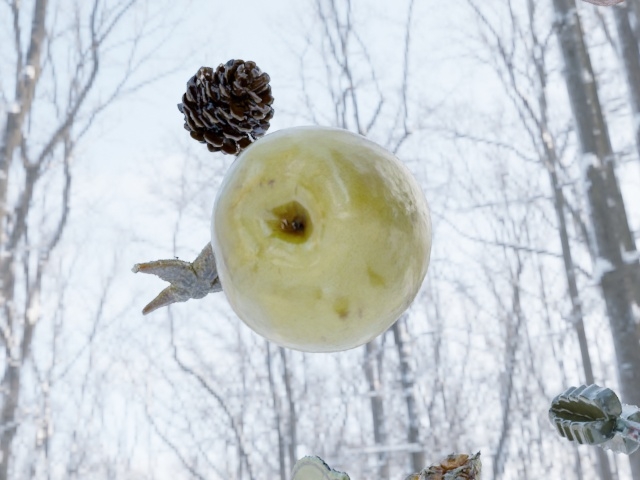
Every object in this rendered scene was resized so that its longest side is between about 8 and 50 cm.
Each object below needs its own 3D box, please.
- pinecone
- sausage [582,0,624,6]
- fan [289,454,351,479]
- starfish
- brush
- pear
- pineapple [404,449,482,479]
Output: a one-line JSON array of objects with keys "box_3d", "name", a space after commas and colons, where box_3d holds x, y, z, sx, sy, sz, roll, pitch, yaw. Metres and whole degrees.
[{"box_3d": [-0.147, -0.221, 1.782, 0.173, 0.174, 0.174, -3, -26, -2], "name": "pinecone"}, {"box_3d": [0.261, -0.334, 1.107, 0.133, 0.133, 0.258, -20, -41, 30], "name": "sausage"}, {"box_3d": [0.001, 0.367, 1.132, 0.011, 0.230, 0.335, -5, -56, -22], "name": "fan"}, {"box_3d": [-0.190, 0.043, 1.789, 0.247, 0.050, 0.138, -21, -35, -21], "name": "starfish"}, {"box_3d": [0.330, 0.199, 1.174, 0.084, 0.071, 0.301, 18, -5, -6], "name": "brush"}, {"box_3d": [0.000, 0.000, 1.435, 0.314, 0.314, 0.314, -3, -26, -2], "name": "pear"}, {"box_3d": [0.129, 0.351, 1.296, 0.135, 0.079, 0.233, 4, -66, 18], "name": "pineapple"}]
